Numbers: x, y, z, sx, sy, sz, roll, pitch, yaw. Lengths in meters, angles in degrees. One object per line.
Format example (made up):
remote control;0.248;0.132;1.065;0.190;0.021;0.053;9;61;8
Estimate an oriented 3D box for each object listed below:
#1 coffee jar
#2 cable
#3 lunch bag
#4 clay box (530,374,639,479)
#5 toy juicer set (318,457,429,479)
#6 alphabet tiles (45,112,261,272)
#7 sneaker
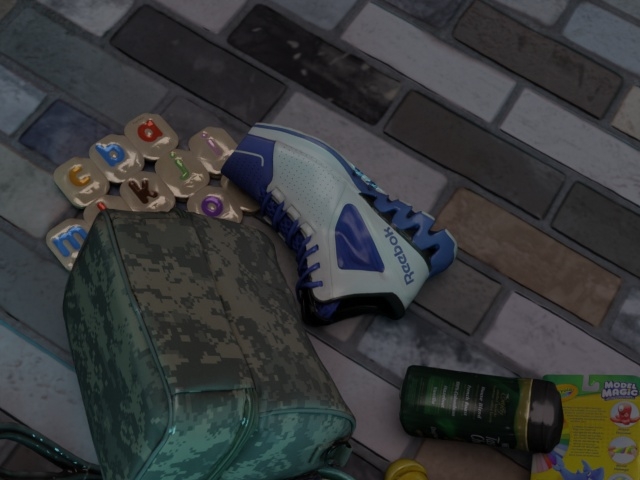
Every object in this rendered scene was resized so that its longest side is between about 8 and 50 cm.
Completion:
coffee jar;0.189;0.197;1.173;0.184;0.096;0.079;4;66;18
cable;-0.230;0.263;1.078;0.287;0.072;0.139;46;52;-26
lunch bag;-0.119;0.126;1.108;0.256;0.212;0.305;-1;50;-32
clay box;0.313;0.267;1.174;0.127;0.053;0.222;-2;60;28
toy juicer set;0.023;0.298;1.139;0.209;0.089;0.329;-40;73;-21
alphabet tiles;-0.204;-0.030;1.314;0.284;0.021;0.278;-37;75;-20
sneaker;0.001;0.001;1.251;0.315;0.127;0.182;31;65;1
